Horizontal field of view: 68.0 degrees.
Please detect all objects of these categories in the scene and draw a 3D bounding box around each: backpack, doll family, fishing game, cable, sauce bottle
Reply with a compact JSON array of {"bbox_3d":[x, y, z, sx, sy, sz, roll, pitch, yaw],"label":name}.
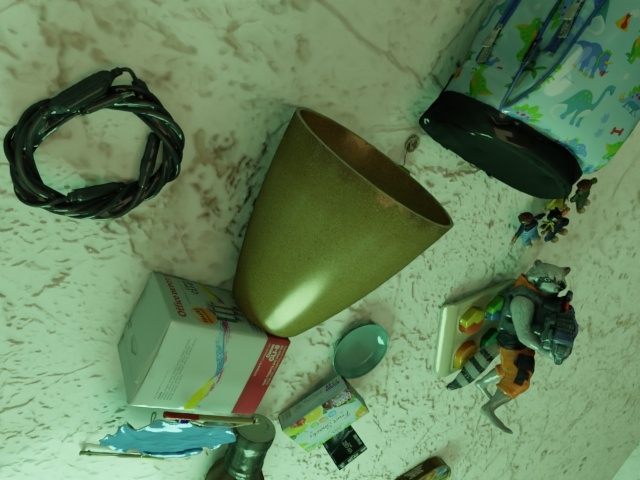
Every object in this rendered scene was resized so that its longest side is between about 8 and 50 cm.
[{"bbox_3d":[0.360,-0.266,0.688,0.290,0.273,0.355,25,88,-30],"label":"backpack"},{"bbox_3d":[0.457,-0.057,0.933,0.193,0.076,0.111,-52,147,-3],"label":"doll family"},{"bbox_3d":[-0.210,0.273,0.674,0.189,0.041,0.264,21,138,-35],"label":"fishing game"},{"bbox_3d":[-0.249,-0.095,0.533,0.185,0.047,0.150,-38,132,-11],"label":"cable"},{"bbox_3d":[-0.161,0.456,0.819,0.112,0.111,0.344,9,107,-33],"label":"sauce bottle"}]

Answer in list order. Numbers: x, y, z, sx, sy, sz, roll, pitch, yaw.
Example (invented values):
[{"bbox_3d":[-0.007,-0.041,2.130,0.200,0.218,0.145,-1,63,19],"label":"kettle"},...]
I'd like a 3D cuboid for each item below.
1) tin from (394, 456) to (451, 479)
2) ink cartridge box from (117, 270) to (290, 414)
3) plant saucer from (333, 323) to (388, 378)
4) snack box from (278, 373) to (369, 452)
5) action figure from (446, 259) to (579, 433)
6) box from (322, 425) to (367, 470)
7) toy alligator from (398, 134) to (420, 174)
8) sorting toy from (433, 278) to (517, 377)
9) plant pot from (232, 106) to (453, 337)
[{"bbox_3d":[0.237,0.605,1.169,0.190,0.040,0.106,-21,119,-19],"label":"tin"},{"bbox_3d":[-0.161,0.141,0.644,0.176,0.128,0.127,20,103,-36],"label":"ink cartridge box"},{"bbox_3d":[0.071,0.201,0.876,0.120,0.021,0.119,-13,120,-23],"label":"plant saucer"},{"bbox_3d":[0.007,0.322,0.878,0.141,0.037,0.100,-34,128,2],"label":"snack box"},{"bbox_3d":[0.383,0.191,0.917,0.341,0.179,0.330,13,100,-64],"label":"action figure"},{"bbox_3d":[0.040,0.387,0.913,0.067,0.083,0.018,-33,126,-11],"label":"box"},{"bbox_3d":[0.114,-0.076,0.741,0.056,0.051,0.189,26,100,-37],"label":"toy alligator"},{"bbox_3d":[0.342,0.192,1.017,0.209,0.038,0.192,-14,120,-23],"label":"sorting toy"},{"bbox_3d":[0.000,0.000,0.627,0.237,0.237,0.254,21,116,-36],"label":"plant pot"}]
